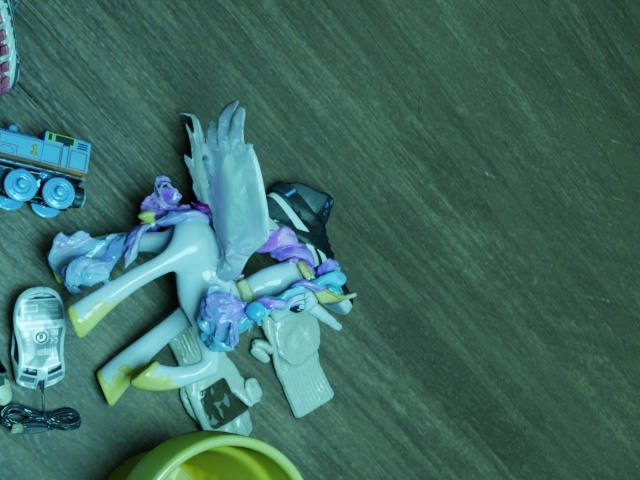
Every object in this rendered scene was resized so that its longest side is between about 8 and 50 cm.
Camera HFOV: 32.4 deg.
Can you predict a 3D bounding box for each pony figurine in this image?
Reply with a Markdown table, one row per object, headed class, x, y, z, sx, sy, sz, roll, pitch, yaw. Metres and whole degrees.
| class | x | y | z | sx | sy | sz | roll | pitch | yaw |
| --- | --- | --- | --- | --- | --- | --- | --- | --- | --- |
| pony figurine | -0.162 | 0.017 | 1.448 | 0.364 | 0.303 | 0.350 | -22 | 102 | -11 |

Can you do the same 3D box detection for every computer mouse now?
| class | x | y | z | sx | sy | sz | roll | pitch | yaw |
| --- | --- | --- | --- | --- | --- | --- | --- | --- | --- |
| computer mouse | -0.363 | 0.154 | 1.427 | 0.106 | 0.042 | 0.192 | -1 | 94 | -27 |

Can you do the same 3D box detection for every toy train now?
| class | x | y | z | sx | sy | sz | roll | pitch | yaw |
| --- | --- | --- | --- | --- | --- | --- | --- | --- | --- |
| toy train | -0.385 | -0.094 | 1.405 | 0.184 | 0.080 | 0.105 | 13 | 72 | -29 |

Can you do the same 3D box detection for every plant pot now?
| class | x | y | z | sx | sy | sz | roll | pitch | yaw |
| --- | --- | --- | --- | --- | --- | --- | --- | --- | --- |
| plant pot | -0.171 | 0.365 | 1.419 | 0.254 | 0.239 | 0.253 | 1 | 87 | -31 |

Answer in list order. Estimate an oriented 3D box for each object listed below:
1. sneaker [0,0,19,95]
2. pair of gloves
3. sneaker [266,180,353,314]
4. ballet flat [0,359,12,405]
| class | x | y | z | sx | sy | sz | roll | pitch | yaw |
| --- | --- | --- | --- | --- | --- | --- | --- | --- | --- |
| sneaker | -0.421 | -0.331 | 1.373 | 0.112 | 0.121 | 0.299 | -29 | 114 | -61 |
| pair of gloves | -0.093 | 0.179 | 1.592 | 0.240 | 0.042 | 0.204 | -19 | 97 | -32 |
| sneaker | 0.000 | 0.000 | 1.634 | 0.217 | 0.079 | 0.121 | 47 | 67 | -20 |
| ballet flat | -0.416 | 0.122 | 1.372 | 0.049 | 0.057 | 0.173 | -19 | 88 | -5 |
